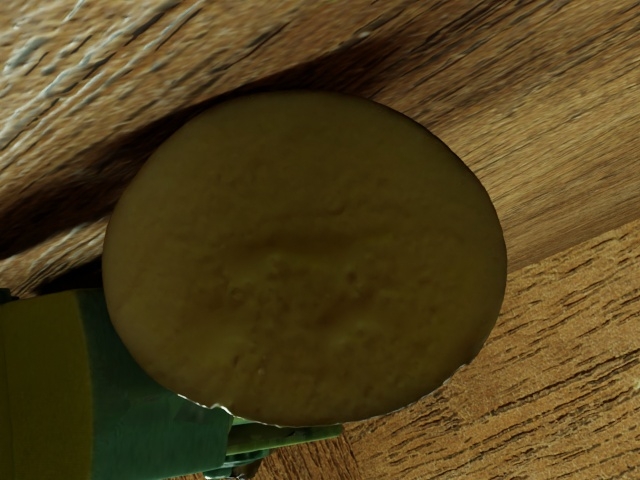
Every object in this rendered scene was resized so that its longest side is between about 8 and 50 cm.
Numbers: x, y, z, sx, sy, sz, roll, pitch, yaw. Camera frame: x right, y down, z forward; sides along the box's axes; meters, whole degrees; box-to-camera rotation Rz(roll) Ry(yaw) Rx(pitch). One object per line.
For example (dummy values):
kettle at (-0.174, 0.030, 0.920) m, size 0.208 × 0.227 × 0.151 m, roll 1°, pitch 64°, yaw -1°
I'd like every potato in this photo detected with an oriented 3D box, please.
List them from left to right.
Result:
potato at (0.000, 0.000, 0.753) m, size 0.203 × 0.178 × 0.158 m, roll -20°, pitch -175°, yaw 12°

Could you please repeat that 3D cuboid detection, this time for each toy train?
toy train at (-0.095, 0.096, 0.913) m, size 0.237 × 0.150 × 0.369 m, roll -10°, pitch 174°, yaw 39°

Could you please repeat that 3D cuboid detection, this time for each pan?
pan at (-0.125, 0.027, 1.062) m, size 0.212 × 0.040 × 0.115 m, roll -16°, pitch 173°, yaw 14°

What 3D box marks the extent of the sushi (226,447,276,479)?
sushi at (-0.138, 0.137, 1.344) m, size 0.213 × 0.204 × 0.200 m, roll -55°, pitch 154°, yaw -18°
